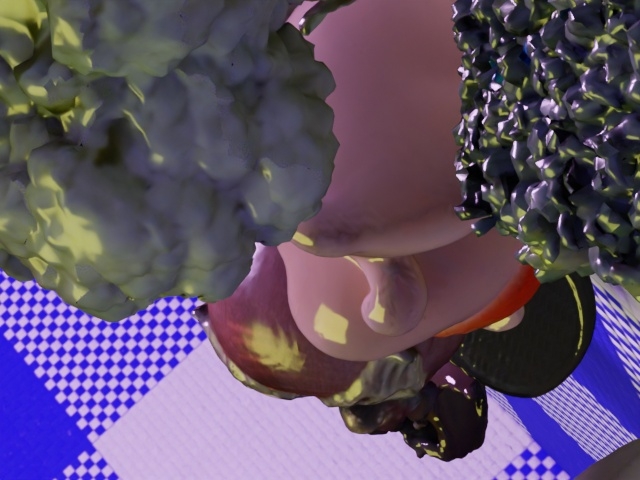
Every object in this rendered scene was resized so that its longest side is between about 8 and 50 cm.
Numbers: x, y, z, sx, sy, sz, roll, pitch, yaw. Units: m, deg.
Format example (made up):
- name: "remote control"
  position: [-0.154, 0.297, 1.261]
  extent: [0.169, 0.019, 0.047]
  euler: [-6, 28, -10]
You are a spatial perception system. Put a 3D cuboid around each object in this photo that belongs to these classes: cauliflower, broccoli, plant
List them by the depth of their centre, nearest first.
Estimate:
- name: "broccoli"
  position: [0.103, -0.037, 0.375]
  extent: [0.160, 0.167, 0.154]
  euler: [20, -149, -3]
- name: "cauliflower"
  position: [-0.063, -0.142, 0.624]
  extent: [0.260, 0.281, 0.327]
  euler: [-20, 88, 63]
- name: "plant"
  position: [0.067, 0.054, 1.482]
  extent: [0.234, 0.178, 0.204]
  euler: [35, 161, 22]

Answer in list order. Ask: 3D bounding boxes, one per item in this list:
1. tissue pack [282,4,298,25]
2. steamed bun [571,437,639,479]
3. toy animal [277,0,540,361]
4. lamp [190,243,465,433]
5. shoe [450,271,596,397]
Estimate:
- name: "tissue pack"
  position: [-0.144, -0.240, 1.070]
  extent: [0.332, 0.123, 0.245]
  euler: [46, 174, 24]
- name: "steamed bun"
  position: [0.264, 0.294, 1.171]
  extent: [0.383, 0.247, 0.236]
  euler: [42, -172, 1]
- name: "toy animal"
  position: [0.038, -0.036, 0.911]
  extent: [0.171, 0.171, 0.197]
  euler: [46, 173, 22]
- name: "lamp"
  position: [-0.006, 0.004, 1.069]
  extent: [0.151, 0.215, 0.223]
  euler: [-18, 83, 54]
- name: "shoe"
  position: [0.078, -0.014, 1.182]
  extent: [0.241, 0.108, 0.093]
  euler: [41, -154, 1]
